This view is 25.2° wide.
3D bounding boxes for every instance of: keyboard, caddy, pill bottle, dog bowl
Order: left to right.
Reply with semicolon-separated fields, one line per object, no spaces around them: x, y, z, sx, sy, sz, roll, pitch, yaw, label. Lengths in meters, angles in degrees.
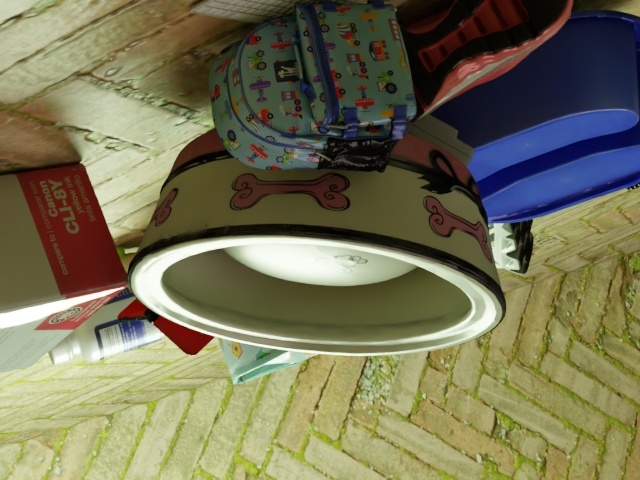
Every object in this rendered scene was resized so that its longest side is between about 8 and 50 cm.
-0.329;0.122;2.185;0.186;0.112;0.112;-17;168;-16;pill bottle
-0.020;-0.220;1.365;0.072;0.014;0.256;-28;167;31;keyboard
0.000;0.000;1.564;0.407;0.150;0.408;5;159;2;dog bowl
0.267;-0.162;1.752;0.341;0.179;0.241;-20;150;27;caddy

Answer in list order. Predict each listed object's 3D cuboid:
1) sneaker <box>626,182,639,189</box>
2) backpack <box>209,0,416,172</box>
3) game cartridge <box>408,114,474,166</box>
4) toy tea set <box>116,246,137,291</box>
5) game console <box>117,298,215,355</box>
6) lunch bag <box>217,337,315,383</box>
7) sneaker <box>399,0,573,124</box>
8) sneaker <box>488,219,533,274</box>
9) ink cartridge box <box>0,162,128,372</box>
0.498;-0.128;2.039;0.161;0.057;0.075;-29;-177;29;sneaker
-0.013;-0.146;1.346;0.173;0.158;0.117;-2;160;-15;backpack
0.054;-0.089;1.696;0.198;0.062;0.297;25;158;-1;game cartridge
-0.154;-0.012;1.961;0.336;0.124;0.200;-26;-162;10;toy tea set
-0.198;0.099;2.074;0.124;0.085;0.144;-10;-154;47;game console
-0.067;0.079;2.159;0.262;0.223;0.160;-28;167;36;lunch bag
0.133;-0.185;1.519;0.313;0.116;0.136;-26;168;14;sneaker
0.241;-0.063;2.204;0.146;0.122;0.331;10;145;19;sneaker
-0.449;0.061;1.547;0.384;0.160;0.279;-12;165;-41;ink cartridge box
